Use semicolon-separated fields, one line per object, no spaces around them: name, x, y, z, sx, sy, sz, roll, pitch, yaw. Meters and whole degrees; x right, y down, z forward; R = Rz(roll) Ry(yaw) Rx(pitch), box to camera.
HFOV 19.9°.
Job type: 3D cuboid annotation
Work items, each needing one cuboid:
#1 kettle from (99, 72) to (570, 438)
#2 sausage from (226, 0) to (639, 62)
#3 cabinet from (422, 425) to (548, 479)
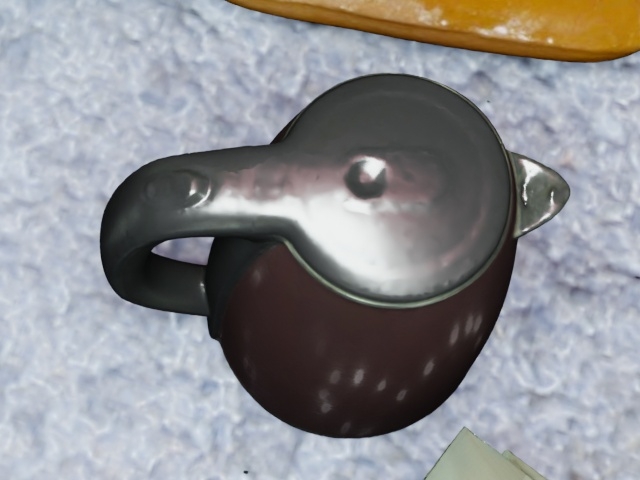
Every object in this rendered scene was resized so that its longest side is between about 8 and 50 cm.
kettle;0.000;0.000;0.856;0.202;0.232;0.144;4;73;-3
sausage;0.058;-0.158;0.975;0.274;0.105;0.105;9;74;-2
cabinet;0.090;0.220;0.821;0.206;0.145;0.150;37;42;6
